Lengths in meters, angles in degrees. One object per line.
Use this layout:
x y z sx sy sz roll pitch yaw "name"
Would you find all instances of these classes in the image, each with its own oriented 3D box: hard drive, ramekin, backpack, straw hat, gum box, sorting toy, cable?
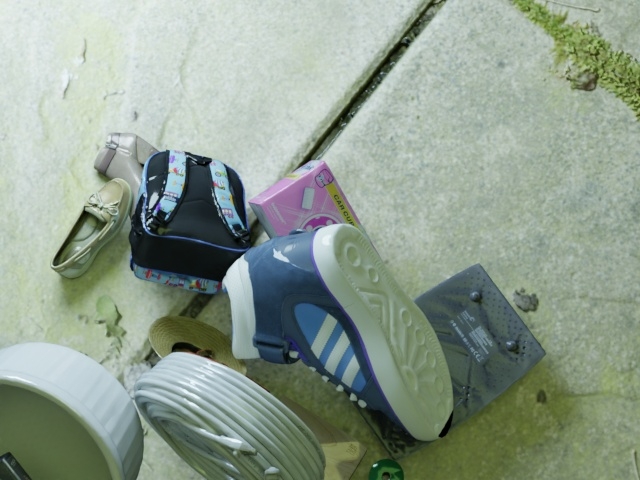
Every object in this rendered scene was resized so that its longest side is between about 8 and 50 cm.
0.155 0.165 1.978 0.254 0.054 0.172 -34 80 -12 "hard drive"
-0.350 0.259 1.804 0.277 0.135 0.277 5 113 13 "ramekin"
-0.177 -0.033 1.969 0.158 0.117 0.173 10 44 -18 "backpack"
-0.172 0.167 1.942 0.144 0.144 0.061 28 116 3 "straw hat"
0.000 0.000 1.976 0.107 0.062 0.188 -33 103 -13 "gum box"
-0.035 0.290 1.927 0.274 0.046 0.132 30 74 10 "sorting toy"
-0.112 0.234 1.789 0.257 0.257 0.089 30 68 24 "cable"

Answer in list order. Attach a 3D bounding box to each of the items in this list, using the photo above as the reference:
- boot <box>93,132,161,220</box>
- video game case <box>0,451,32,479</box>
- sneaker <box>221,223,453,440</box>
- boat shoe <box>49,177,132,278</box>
-0.270 -0.090 2.022 0.087 0.042 0.118 18 75 7 "boot"
-0.363 0.403 1.779 0.196 0.026 0.274 -31 101 24 "video game case"
0.007 0.137 1.908 0.323 0.236 0.130 59 37 -16 "sneaker"
-0.307 -0.019 1.976 0.056 0.048 0.153 36 87 19 "boat shoe"
